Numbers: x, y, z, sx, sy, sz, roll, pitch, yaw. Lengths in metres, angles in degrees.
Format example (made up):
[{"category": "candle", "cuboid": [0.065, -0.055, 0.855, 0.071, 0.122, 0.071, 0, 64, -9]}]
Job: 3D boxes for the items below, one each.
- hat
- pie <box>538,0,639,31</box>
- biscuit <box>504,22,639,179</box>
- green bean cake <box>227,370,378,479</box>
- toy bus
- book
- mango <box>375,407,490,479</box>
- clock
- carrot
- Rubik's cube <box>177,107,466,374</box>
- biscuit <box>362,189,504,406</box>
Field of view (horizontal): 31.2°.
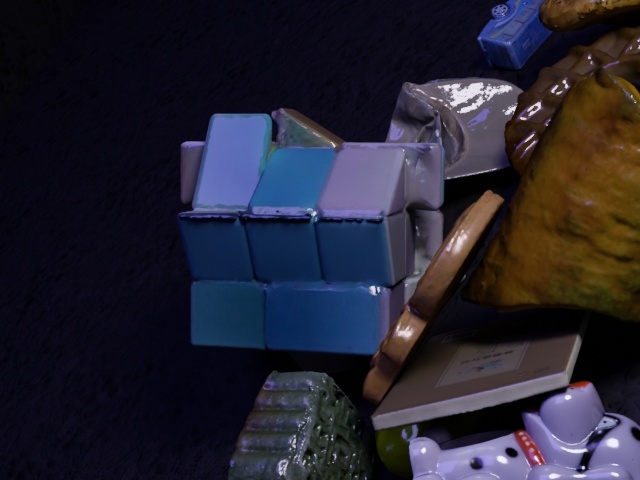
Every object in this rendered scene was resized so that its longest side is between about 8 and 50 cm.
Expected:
[{"category": "hat", "cuboid": [0.210, -0.136, 1.780, 0.245, 0.149, 0.214, 4, 52, -5]}, {"category": "pie", "cuboid": [0.452, -0.354, 1.696, 0.273, 0.069, 0.273, -8, 8, 1]}, {"category": "biscuit", "cuboid": [0.391, -0.155, 1.586, 0.268, 0.115, 0.366, -22, 34, 23]}, {"category": "green bean cake", "cuboid": [-0.011, 0.265, 1.372, 0.094, 0.181, 0.173, -12, 37, 32]}, {"category": "toy bus", "cuboid": [0.368, -0.390, 1.950, 0.094, 0.079, 0.236, 29, 69, 39]}, {"category": "book", "cuboid": [0.197, 0.137, 1.325, 0.217, 0.021, 0.310, -16, 6, 20]}, {"category": "mango", "cuboid": [0.135, 0.219, 1.387, 0.117, 0.089, 0.163, -5, 32, 51]}, {"category": "clock", "cuboid": [0.232, 0.249, 1.187, 0.254, 0.189, 0.189, -20, 35, 15]}, {"category": "carrot", "cuboid": [0.335, -0.020, 1.329, 0.241, 0.242, 0.340, -114, 42, -57]}, {"category": "Rubik's cube", "cuboid": [0.000, 0.000, 1.573, 0.387, 0.358, 0.368, 3, 6, 13]}, {"category": "biscuit", "cuboid": [0.130, 0.067, 1.361, 0.288, 0.044, 0.202, -58, -9, 9]}]
